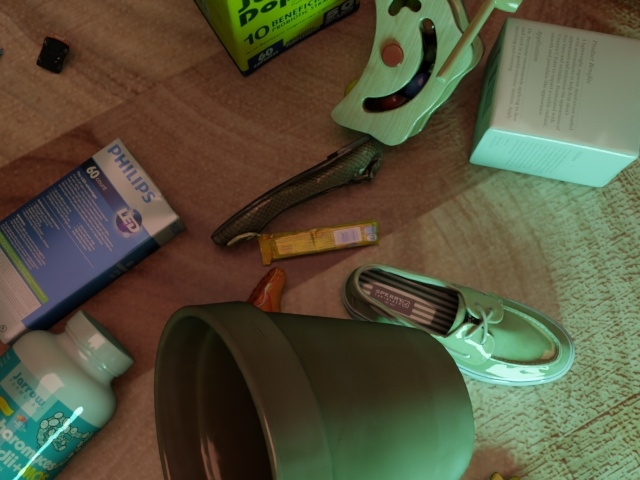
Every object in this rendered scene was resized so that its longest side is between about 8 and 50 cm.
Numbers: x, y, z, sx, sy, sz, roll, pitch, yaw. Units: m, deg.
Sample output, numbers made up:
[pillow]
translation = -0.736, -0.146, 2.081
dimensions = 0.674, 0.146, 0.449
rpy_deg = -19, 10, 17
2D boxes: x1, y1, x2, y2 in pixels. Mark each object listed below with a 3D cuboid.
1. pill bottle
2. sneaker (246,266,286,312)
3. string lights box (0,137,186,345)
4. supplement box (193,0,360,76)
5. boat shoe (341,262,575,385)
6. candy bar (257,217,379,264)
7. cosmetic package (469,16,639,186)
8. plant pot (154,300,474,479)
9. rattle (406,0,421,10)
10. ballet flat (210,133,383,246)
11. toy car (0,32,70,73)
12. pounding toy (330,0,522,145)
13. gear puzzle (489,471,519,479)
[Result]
[pill bottle]
translation = -0.344, 0.207, 1.048
dimensions = 0.146, 0.146, 0.264
rpy_deg = 42, 81, 7
[sneaker]
translation = -0.073, 0.119, 1.120
dimensions = 0.067, 0.064, 0.175
rpy_deg = 19, 86, -13
[string lights box]
translation = -0.315, 0.004, 1.123
dimensions = 0.259, 0.077, 0.133
rpy_deg = -36, 82, -7
[supplement box]
translation = -0.072, -0.380, 1.059
dimensions = 0.194, 0.356, 0.195
rpy_deg = -32, 81, -6
[boat shoe]
translation = 0.169, 0.105, 1.099
dimensions = 0.302, 0.094, 0.109
rpy_deg = 16, 79, 3
[candy bar]
translation = 0.000, 0.000, 1.157
dimensions = 0.161, 0.018, 0.040
rpy_deg = -9, 83, -3
[cosmetic package]
translation = 0.299, -0.170, 1.126
dimensions = 0.183, 0.151, 0.151
rpy_deg = 12, 80, 2
[plant pot]
translation = 0.002, 0.208, 0.977
dimensions = 0.280, 0.323, 0.323
rpy_deg = -9, 78, -30
[rattle]
translation = 0.100, -0.354, 1.222
dimensions = 0.199, 0.143, 0.130
rpy_deg = 40, 48, 22
[ballet flat]
translation = -0.025, -0.054, 1.143
dimensions = 0.249, 0.084, 0.058
rpy_deg = -32, 96, -11
[toy car]
translation = -0.391, -0.262, 1.187
dimensions = 0.122, 0.060, 0.041
rpy_deg = 9, 47, -5
[pounding toy]
translation = 0.103, -0.238, 1.076
dimensions = 0.154, 0.155, 0.269
rpy_deg = 43, 117, 6
[gear puzzle]
translation = 0.210, 0.451, 1.064
dimensions = 0.175, 0.044, 0.339
rpy_deg = -1, 76, 1
